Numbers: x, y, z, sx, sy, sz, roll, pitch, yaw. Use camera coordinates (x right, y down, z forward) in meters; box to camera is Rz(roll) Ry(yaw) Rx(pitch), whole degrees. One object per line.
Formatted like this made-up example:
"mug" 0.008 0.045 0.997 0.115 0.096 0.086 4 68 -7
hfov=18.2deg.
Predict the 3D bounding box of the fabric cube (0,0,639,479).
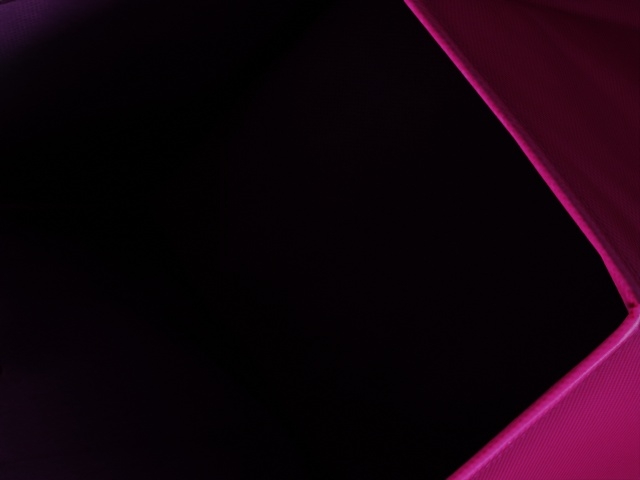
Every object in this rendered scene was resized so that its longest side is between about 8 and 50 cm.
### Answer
"fabric cube" 0.000 0.000 0.696 0.254 0.259 0.258 -44 159 25
